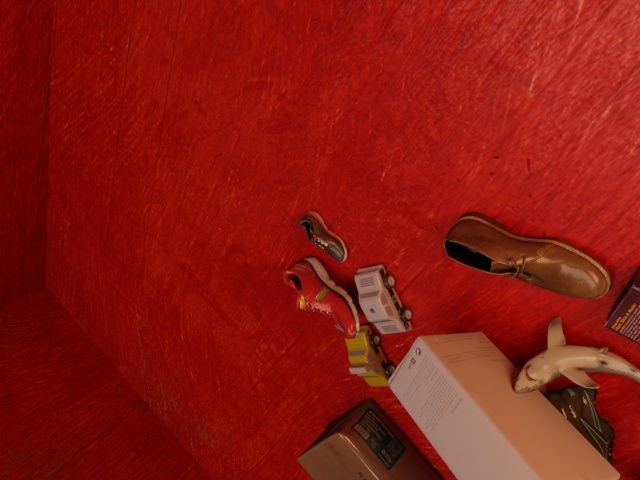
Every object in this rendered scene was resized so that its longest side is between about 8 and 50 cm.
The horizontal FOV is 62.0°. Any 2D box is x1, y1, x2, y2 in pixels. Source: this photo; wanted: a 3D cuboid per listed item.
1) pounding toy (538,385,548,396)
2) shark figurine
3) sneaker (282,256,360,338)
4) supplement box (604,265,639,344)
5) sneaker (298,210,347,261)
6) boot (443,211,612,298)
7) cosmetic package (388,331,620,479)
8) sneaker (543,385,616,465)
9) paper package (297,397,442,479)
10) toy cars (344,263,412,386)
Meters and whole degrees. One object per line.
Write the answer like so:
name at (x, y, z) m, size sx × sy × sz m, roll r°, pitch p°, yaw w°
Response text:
pounding toy at (0.448, 0.385, 1.164) m, size 0.130 × 0.100 × 0.141 m, roll -15°, pitch 105°, yaw 46°
shark figurine at (0.530, 0.258, 1.039) m, size 0.279 × 0.166 × 0.116 m, roll 9°, pitch 148°, yaw 18°
sneaker at (-0.005, 0.162, 1.374) m, size 0.279 × 0.118 × 0.107 m, roll 46°, pitch 143°, yaw 36°
supplement box at (0.598, 0.138, 0.889) m, size 0.188 × 0.081 × 0.104 m, roll 31°, pitch 133°, yaw 24°
sneaker at (0.000, 0.000, 1.348) m, size 0.158 × 0.065 × 0.061 m, roll 48°, pitch 137°, yaw 7°
boot at (0.378, 0.047, 1.006) m, size 0.305 × 0.115 × 0.112 m, roll 24°, pitch 127°, yaw 28°
cosmetic package at (0.339, 0.363, 1.038) m, size 0.385 × 0.217 × 0.156 m, roll 54°, pitch 128°, yaw 43°
sneaker at (0.549, 0.420, 1.067) m, size 0.101 × 0.106 × 0.267 m, roll 90°, pitch 158°, yaw -89°
paper package at (0.140, 0.680, 1.577) m, size 0.325 × 0.168 × 0.309 m, roll 48°, pitch 136°, yaw 9°
toy cars at (0.132, 0.242, 1.366) m, size 0.177 × 0.087 × 0.393 m, roll 28°, pitch 131°, yaw 26°
